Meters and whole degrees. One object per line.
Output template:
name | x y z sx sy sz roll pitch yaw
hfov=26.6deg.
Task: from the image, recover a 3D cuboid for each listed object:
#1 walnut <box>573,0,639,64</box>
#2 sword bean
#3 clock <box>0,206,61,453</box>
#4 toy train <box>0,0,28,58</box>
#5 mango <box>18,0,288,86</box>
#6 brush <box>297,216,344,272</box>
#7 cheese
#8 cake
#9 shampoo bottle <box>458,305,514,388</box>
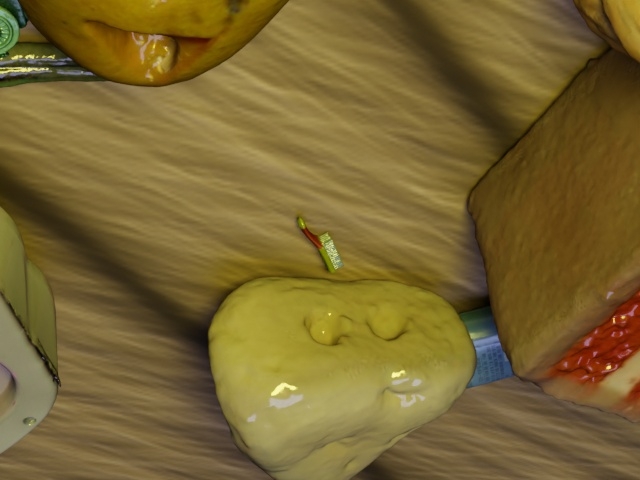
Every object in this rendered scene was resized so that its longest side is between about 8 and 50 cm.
walnut | 0.307 -0.215 0.990 0.257 0.257 0.224 11 166 -25
sword bean | -0.260 -0.135 1.068 0.269 0.038 0.043 -5 113 -9
clock | -0.394 0.089 1.145 0.339 0.102 0.338 -8 137 -8
toy train | -0.292 -0.178 0.990 0.172 0.070 0.099 -12 128 -3
mango | -0.096 -0.243 0.899 0.253 0.182 0.365 0 148 -19
brush | 0.000 0.000 1.297 0.021 0.018 0.083 -30 137 4
cheese | 0.007 0.121 1.316 0.251 0.173 0.248 -30 145 20
cake | 0.305 -0.006 1.213 0.237 0.230 0.309 19 129 -30
shampoo bottle | 0.201 0.105 1.434 0.258 0.061 0.104 -14 139 1
